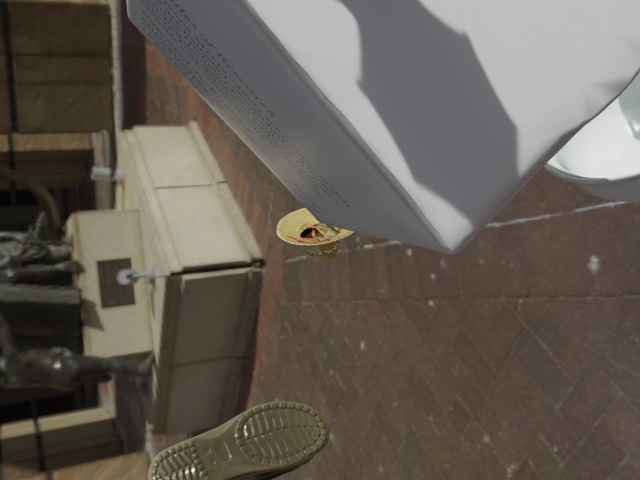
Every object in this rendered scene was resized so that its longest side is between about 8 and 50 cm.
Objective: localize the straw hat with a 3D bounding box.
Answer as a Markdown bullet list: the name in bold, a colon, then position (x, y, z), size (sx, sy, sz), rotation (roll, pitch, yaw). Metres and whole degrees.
- **straw hat**: position (0.000, 0.000, 1.067), size (0.144, 0.144, 0.061), rotation (39, 142, 57)

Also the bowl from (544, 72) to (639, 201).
- **bowl**: position (0.453, -0.155, 0.921), size (0.298, 0.134, 0.298), rotation (-32, 34, 25)

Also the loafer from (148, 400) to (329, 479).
- **loafer**: position (-0.065, 0.172, 0.548), size (0.050, 0.148, 0.056), rotation (110, 144, -53)

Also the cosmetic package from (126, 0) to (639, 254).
- **cosmetic package**: position (0.053, -0.226, 0.616), size (0.327, 0.329, 0.394), rotation (48, 172, -13)
